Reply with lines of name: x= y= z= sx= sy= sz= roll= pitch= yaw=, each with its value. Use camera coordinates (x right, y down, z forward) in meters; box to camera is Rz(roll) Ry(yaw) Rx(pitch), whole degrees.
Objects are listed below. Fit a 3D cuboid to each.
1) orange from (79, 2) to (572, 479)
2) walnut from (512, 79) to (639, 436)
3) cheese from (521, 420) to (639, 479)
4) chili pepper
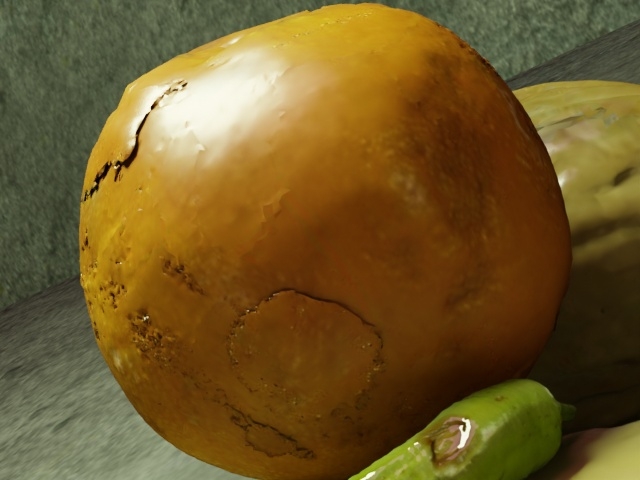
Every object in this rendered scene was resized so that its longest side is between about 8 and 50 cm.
orange: x=0.000 y=0.000 z=0.623 sx=0.240 sy=0.240 sz=0.240 roll=-26 pitch=9 yaw=5
walnut: x=0.154 y=0.005 z=0.803 sx=0.261 sy=0.224 sz=0.225 roll=-20 pitch=10 yaw=9
cheese: x=0.020 y=0.193 z=0.443 sx=0.384 sy=0.104 sz=0.384 roll=-25 pitch=8 yaw=4
chili pepper: x=0.014 y=0.107 z=0.495 sx=0.208 sy=0.043 sz=0.049 roll=-28 pitch=21 yaw=-11
